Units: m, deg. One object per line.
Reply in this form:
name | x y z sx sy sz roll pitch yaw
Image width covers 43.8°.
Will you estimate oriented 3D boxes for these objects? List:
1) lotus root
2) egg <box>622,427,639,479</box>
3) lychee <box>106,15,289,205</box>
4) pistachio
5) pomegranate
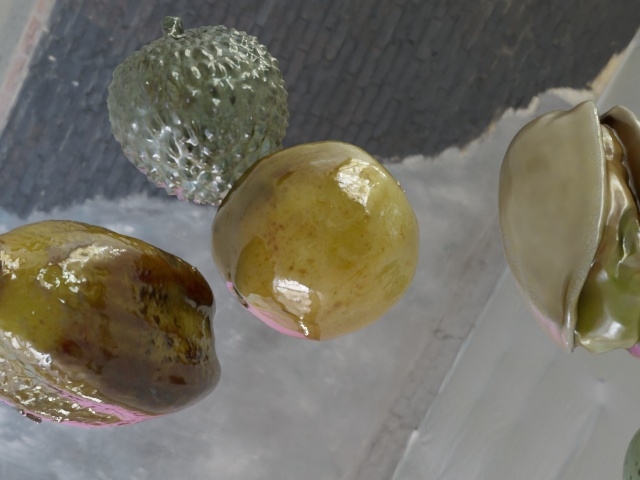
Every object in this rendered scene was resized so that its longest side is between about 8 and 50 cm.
lotus root | -0.216 0.081 0.737 0.193 0.193 0.291 -65 152 -6
egg | 0.481 0.325 1.030 0.228 0.177 0.177 -62 -176 -28
lychee | -0.168 -0.183 1.130 0.255 0.274 0.255 -21 -164 6
pistachio | 0.187 -0.009 0.544 0.215 0.143 0.144 -79 -166 -46
pomegranate | -0.006 0.003 0.874 0.233 0.233 0.233 -155 -90 -84
